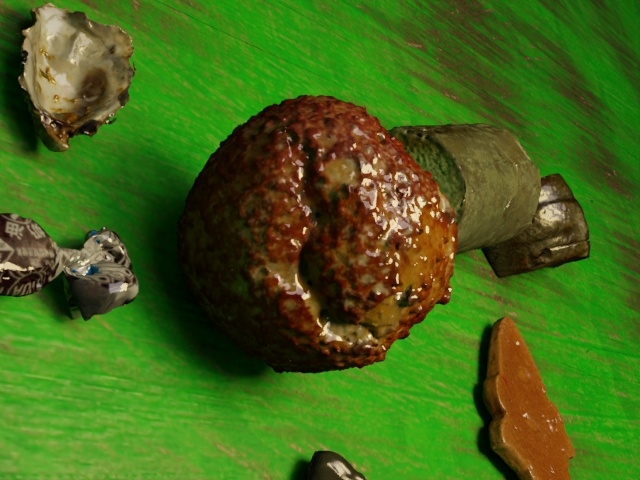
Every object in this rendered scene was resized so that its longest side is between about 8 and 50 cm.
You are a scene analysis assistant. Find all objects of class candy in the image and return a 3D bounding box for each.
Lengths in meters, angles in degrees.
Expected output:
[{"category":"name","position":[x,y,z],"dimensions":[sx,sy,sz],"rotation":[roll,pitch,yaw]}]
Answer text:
[{"category":"candy","position":[-0.220,0.008,0.667],"dimensions":[0.226,0.051,0.094],"rotation":[12,45,-53]}]

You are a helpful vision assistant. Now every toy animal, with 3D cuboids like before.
[{"category":"toy animal","position":[0.001,0.232,0.795],"dimensions":[0.065,0.047,0.135],"rotation":[46,36,-12]}]

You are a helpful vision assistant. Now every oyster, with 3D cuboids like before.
[{"category":"oyster","position":[-0.209,-0.131,0.787],"dimensions":[0.103,0.051,0.148],"rotation":[26,42,-17]}]

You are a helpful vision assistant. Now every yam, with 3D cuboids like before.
[{"category":"yam","position":[0.157,-0.062,1.151],"dimensions":[0.268,0.161,0.161],"rotation":[-11,74,-54]}]

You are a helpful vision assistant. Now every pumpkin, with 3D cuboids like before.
[{"category":"pumpkin","position":[0.332,-0.022,1.387],"dimensions":[0.248,0.126,0.131],"rotation":[-14,78,-58]}]

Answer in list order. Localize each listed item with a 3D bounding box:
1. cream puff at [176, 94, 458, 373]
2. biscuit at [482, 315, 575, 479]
[{"category":"cream puff","position":[0.000,0.001,0.801],"dimensions":[0.240,0.240,0.164],"rotation":[53,-11,-12]},{"category":"biscuit","position":[0.246,0.217,1.155],"dimensions":[0.183,0.043,0.280],"rotation":[29,38,-45]}]
